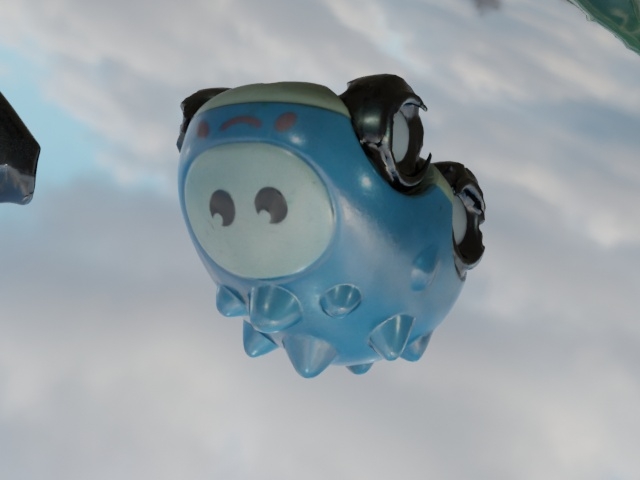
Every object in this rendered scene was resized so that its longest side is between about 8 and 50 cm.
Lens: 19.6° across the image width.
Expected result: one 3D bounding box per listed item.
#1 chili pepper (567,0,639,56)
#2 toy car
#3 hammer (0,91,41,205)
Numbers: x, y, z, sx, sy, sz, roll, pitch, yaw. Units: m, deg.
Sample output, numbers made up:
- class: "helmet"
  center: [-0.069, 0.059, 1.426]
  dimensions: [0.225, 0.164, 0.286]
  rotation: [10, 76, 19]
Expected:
- class: "chili pepper"
  center: [0.055, -0.066, 0.305]
  dimensions: [0.257, 0.100, 0.074]
  rotation: [21, -144, -26]
- class: "toy car"
  center: [0.000, 0.000, 1.343]
  dimensions: [0.188, 0.190, 0.255]
  rotation: [0, 148, 28]
- class: "hammer"
  center: [-0.246, -0.117, 0.985]
  dimensions: [0.137, 0.037, 0.290]
  rotation: [-33, -117, -20]
